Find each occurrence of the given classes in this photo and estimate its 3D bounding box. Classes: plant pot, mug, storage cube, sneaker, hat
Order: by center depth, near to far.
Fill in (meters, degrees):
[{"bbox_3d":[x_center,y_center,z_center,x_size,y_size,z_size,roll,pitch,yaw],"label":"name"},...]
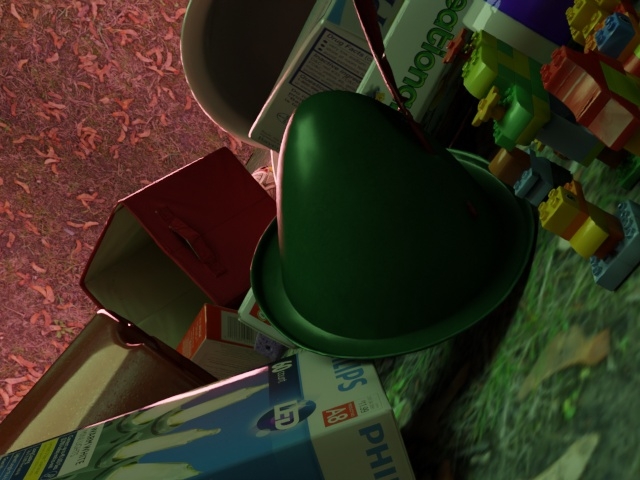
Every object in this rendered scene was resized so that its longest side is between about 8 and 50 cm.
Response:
[{"bbox_3d":[0.010,-0.066,0.540,0.173,0.183,0.208,-28,39,-6],"label":"hat"},{"bbox_3d":[-0.164,0.215,0.751,0.265,0.272,0.272,-55,8,-7],"label":"plant pot"},{"bbox_3d":[-0.158,0.029,1.240,0.193,0.183,0.215,-35,-13,-43],"label":"storage cube"},{"bbox_3d":[-0.037,-0.247,1.442,0.328,0.276,0.374,-74,-16,-74],"label":"mug"},{"bbox_3d":[-0.115,-0.097,1.947,0.093,0.088,0.225,-43,7,-8],"label":"sneaker"}]

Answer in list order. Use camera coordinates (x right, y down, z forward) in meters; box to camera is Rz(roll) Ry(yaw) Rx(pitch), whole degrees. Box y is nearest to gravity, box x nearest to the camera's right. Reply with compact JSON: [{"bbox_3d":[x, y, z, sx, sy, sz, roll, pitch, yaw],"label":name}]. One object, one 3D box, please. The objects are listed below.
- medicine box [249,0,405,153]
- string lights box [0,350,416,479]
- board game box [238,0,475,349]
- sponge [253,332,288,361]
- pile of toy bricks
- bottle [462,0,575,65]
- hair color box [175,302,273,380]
[{"bbox_3d":[0.070,-0.232,1.042,0.263,0.149,0.289,-66,10,-22],"label":"medicine box"},{"bbox_3d":[-0.081,0.142,0.530,0.260,0.076,0.133,-19,12,0],"label":"string lights box"},{"bbox_3d":[0.052,-0.062,0.750,0.305,0.053,0.193,-62,-12,2],"label":"board game box"},{"bbox_3d":[0.000,0.000,0.867,0.117,0.031,0.210,-43,-22,-50],"label":"sponge"},{"bbox_3d":[0.110,-0.070,0.478,0.118,0.105,0.212,-57,10,31],"label":"pile of toy bricks"},{"bbox_3d":[0.187,-0.239,0.584,0.283,0.092,0.118,-59,6,18],"label":"bottle"},{"bbox_3d":[-0.121,0.146,1.136,0.167,0.093,0.053,-54,30,42],"label":"hair color box"}]
